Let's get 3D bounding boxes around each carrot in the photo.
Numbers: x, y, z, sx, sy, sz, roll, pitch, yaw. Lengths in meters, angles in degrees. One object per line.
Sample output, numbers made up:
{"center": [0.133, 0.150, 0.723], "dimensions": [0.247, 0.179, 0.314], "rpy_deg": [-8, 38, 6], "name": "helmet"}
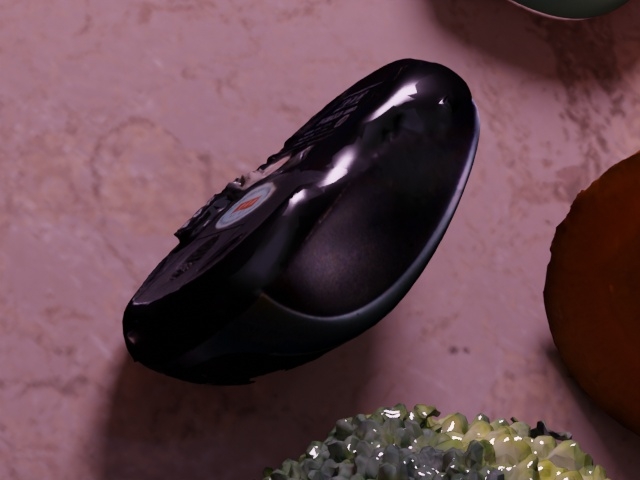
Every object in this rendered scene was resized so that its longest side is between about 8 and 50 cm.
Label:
{"center": [0.315, -0.017, 0.980], "dimensions": [0.331, 0.214, 0.193], "rpy_deg": [-22, 81, -28], "name": "carrot"}

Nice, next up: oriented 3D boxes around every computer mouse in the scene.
{"center": [0.000, 0.000, 0.901], "dimensions": [0.233, 0.137, 0.096], "rpy_deg": [-43, 107, -21], "name": "computer mouse"}

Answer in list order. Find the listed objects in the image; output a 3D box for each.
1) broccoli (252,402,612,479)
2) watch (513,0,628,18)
{"center": [0.119, 0.238, 0.798], "dimensions": [0.302, 0.249, 0.375], "rpy_deg": [-20, 74, -21], "name": "broccoli"}
{"center": [0.141, -0.258, 1.078], "dimensions": [0.195, 0.068, 0.237], "rpy_deg": [-9, 76, -23], "name": "watch"}
